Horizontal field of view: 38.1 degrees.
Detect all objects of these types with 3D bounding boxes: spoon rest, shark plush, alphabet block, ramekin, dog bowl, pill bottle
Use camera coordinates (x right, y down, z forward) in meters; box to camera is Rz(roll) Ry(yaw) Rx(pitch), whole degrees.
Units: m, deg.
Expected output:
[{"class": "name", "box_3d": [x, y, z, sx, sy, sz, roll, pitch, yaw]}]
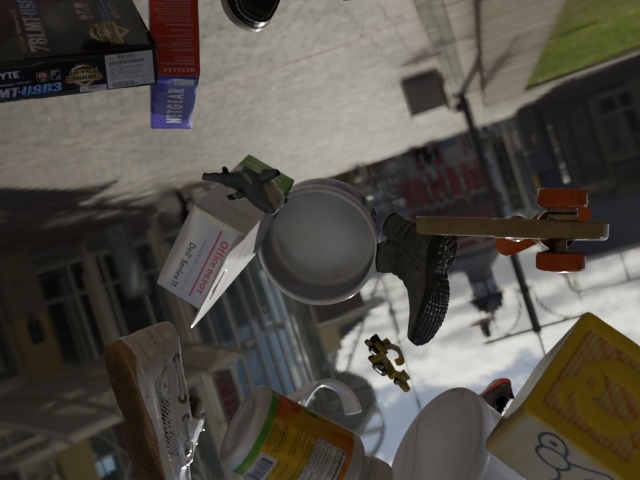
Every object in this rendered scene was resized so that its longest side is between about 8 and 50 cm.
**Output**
[{"class": "spoon rest", "box_3d": [-0.042, 0.339, 1.932, 0.276, 0.084, 0.137, 0, 163, -38]}, {"class": "shark plush", "box_3d": [-0.127, -0.090, 1.506, 0.067, 0.161, 0.073, -54, 160, -31]}, {"class": "alphabet block", "box_3d": [0.383, 0.256, 1.337, 0.193, 0.192, 0.197, -50, 169, -27]}, {"class": "ramekin", "box_3d": [0.235, 0.396, 1.572, 0.273, 0.127, 0.273, -53, -163, 24]}, {"class": "dog bowl", "box_3d": [0.000, 0.000, 2.026, 0.264, 0.265, 0.104, -18, -166, 14]}, {"class": "pill bottle", "box_3d": [-0.018, 0.335, 1.420, 0.136, 0.245, 0.136, -55, -166, 21]}]

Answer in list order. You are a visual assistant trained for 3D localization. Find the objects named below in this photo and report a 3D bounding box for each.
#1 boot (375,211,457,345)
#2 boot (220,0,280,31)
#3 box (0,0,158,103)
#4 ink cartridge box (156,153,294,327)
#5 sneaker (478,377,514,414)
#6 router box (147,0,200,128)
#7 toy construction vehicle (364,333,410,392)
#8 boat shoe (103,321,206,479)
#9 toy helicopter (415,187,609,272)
[{"class": "boot", "box_3d": [0.179, 0.076, 1.864, 0.161, 0.247, 0.083, 16, -173, 41]}, {"class": "boot", "box_3d": [-0.049, -0.578, 1.642, 0.138, 0.378, 0.284, 21, 167, -29]}, {"class": "box", "box_3d": [-0.432, -0.322, 1.475, 0.293, 0.073, 0.295, -8, -143, -18]}, {"class": "ink cartridge box", "box_3d": [-0.194, -0.006, 1.804, 0.207, 0.119, 0.353, -60, 177, 30]}, {"class": "sneaker", "box_3d": [0.361, 0.367, 2.013, 0.061, 0.065, 0.158, 19, 123, -29]}, {"class": "router box", "box_3d": [-0.268, -0.386, 1.663, 0.082, 0.301, 0.335, -1, 173, -10]}, {"class": "toy construction vehicle", "box_3d": [0.107, 0.183, 1.422, 0.035, 0.098, 0.086, -41, -147, 9]}, {"class": "boat shoe", "box_3d": [-0.179, 0.219, 1.111, 0.096, 0.277, 0.098, -28, -139, -32]}, {"class": "toy helicopter", "box_3d": [0.346, -0.027, 1.689, 0.354, 0.140, 0.235, 3, -175, 32]}]
